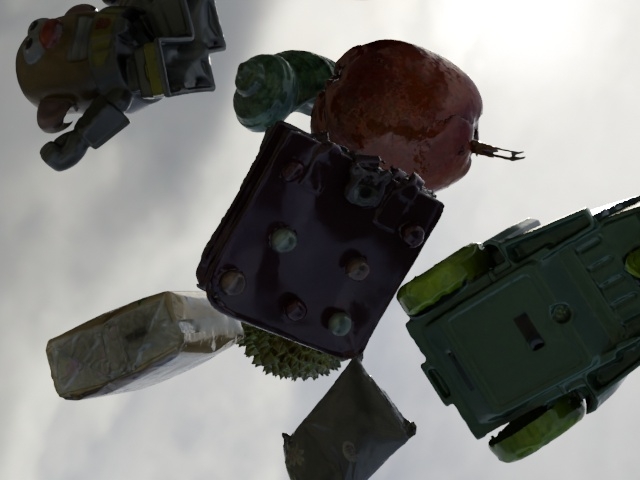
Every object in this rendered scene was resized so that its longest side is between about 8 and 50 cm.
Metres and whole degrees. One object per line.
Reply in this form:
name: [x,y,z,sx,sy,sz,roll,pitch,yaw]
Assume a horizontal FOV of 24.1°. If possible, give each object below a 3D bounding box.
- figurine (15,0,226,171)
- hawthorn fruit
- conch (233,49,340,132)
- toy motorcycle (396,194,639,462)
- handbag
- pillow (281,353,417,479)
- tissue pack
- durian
figurine: [-0.284,-0.246,2.022,0.285,0.167,0.342,-7,-147,31]
hawthorn fruit: [0.132,-0.152,2.014,0.211,0.299,0.211,22,90,-78]
conch: [-0.052,-0.236,2.338,0.176,0.121,0.188,4,-164,44]
toy motorcycle: [0.248,0.043,1.351,0.326,0.191,0.200,-34,175,35]
handbag: [0.001,0.002,1.530,0.216,0.203,0.074,-59,-153,13]
pillow: [0.023,0.278,2.079,0.255,0.059,0.169,-55,-126,38]
tissue pack: [-0.208,0.124,1.826,0.186,0.090,0.222,-24,173,16]
durian: [-0.031,0.128,2.377,0.200,0.176,0.237,-42,-166,14]
